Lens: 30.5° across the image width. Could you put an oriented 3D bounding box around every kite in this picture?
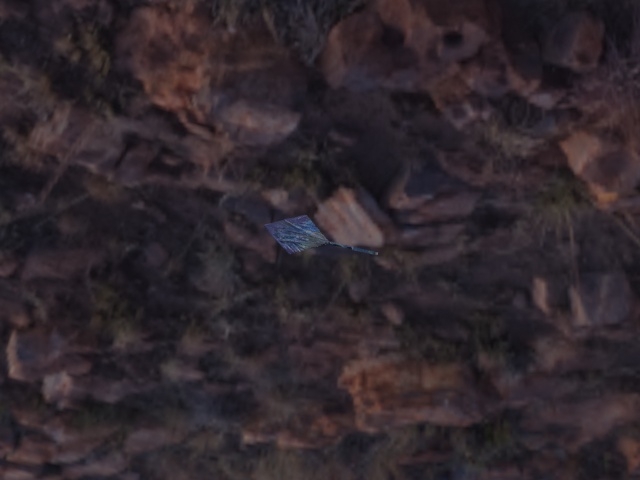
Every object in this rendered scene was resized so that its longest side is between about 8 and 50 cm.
[{"bbox_3d":[-0.001,-0.004,0.824,0.078,0.002,0.044,0,141,12],"label":"kite"}]
